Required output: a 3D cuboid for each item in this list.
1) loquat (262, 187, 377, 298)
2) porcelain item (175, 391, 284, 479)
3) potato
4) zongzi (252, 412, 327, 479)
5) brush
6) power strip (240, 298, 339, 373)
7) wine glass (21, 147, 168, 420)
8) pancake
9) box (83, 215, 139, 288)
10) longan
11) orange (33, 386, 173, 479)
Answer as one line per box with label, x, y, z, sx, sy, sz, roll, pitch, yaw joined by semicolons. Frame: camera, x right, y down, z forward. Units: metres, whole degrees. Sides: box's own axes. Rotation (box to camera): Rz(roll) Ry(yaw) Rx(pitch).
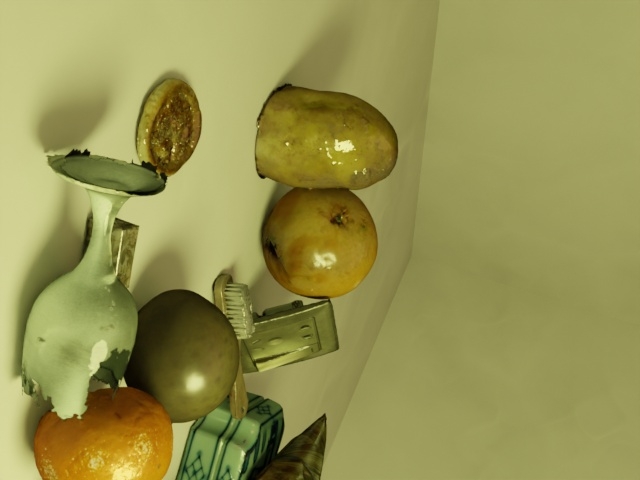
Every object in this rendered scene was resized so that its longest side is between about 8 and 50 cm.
loquat;0.000;0.000;1.582;0.263;0.263;0.263;18;90;-75
porcelain item;-0.201;0.506;1.636;0.286;0.157;0.282;8;98;-75
potato;0.028;-0.200;1.461;0.229;0.265;0.229;14;90;-77
zongzi;-0.067;0.573;1.633;0.300;0.138;0.286;-51;159;-51
brush;-0.167;0.225;1.471;0.070;0.065;0.328;-50;139;-66
power strip;-0.092;0.208;1.628;0.251;0.256;0.092;81;-7;-51
wine glass;-0.284;0.055;0.873;0.143;0.143;0.321;-34;140;-67
pancake;-0.221;-0.164;1.052;0.158;0.028;0.158;19;90;-72
box;-0.286;0.018;0.960;0.045;0.062;0.098;-23;131;-67
longan;-0.223;0.187;1.131;0.197;0.196;0.220;-57;163;-44
orange;-0.295;0.289;0.982;0.193;0.193;0.161;36;40;-74
